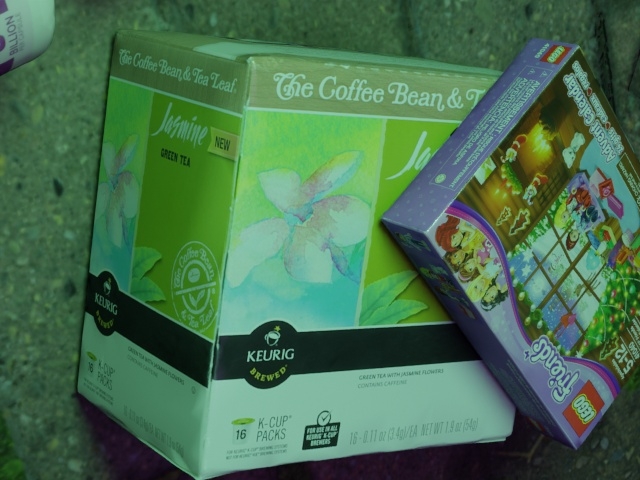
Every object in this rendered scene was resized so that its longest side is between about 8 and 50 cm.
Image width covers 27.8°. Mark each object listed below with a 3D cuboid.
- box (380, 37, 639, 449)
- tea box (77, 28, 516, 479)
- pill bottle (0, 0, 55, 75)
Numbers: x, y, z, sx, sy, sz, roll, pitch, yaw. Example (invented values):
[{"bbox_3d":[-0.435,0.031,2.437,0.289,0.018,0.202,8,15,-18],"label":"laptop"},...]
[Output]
[{"bbox_3d":[0.194,0.009,1.066,0.201,0.057,0.293,-50,127,-15],"label":"box"},{"bbox_3d":[0.000,0.000,1.097,0.329,0.220,0.324,-1,103,-36],"label":"tea box"},{"bbox_3d":[-0.342,-0.138,0.845,0.301,0.169,0.169,-31,119,-25],"label":"pill bottle"}]
